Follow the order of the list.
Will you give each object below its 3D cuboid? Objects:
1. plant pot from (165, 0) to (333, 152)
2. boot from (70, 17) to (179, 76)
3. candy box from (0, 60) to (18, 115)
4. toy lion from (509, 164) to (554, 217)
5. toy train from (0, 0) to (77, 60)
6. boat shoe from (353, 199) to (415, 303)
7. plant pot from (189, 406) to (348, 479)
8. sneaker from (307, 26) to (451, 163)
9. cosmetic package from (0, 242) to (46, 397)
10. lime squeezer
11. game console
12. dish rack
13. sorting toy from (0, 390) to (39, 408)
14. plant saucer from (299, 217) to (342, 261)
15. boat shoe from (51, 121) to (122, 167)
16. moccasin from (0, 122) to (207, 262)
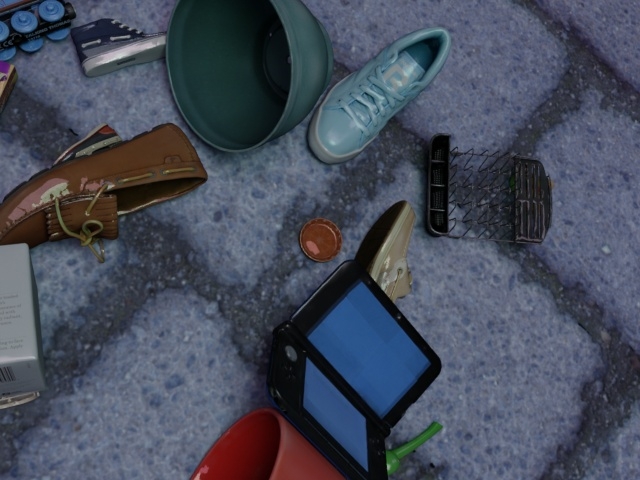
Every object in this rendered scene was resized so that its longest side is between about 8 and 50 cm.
[{"bbox_3d":[-0.101,-0.314,1.196,0.196,0.293,0.293,-22,84,-49],"label":"plant pot"},{"bbox_3d":[-0.342,-0.362,1.215,0.189,0.069,0.086,-22,88,-20],"label":"boot"},{"bbox_3d":[-0.609,-0.264,1.112,0.186,0.053,0.109,20,71,-12],"label":"candy box"},{"bbox_3d":[0.440,-0.102,1.440,0.100,0.034,0.096,37,76,-7],"label":"toy lion"},{"bbox_3d":[-0.514,-0.380,1.162,0.184,0.080,0.105,-30,79,-20],"label":"toy train"},{"bbox_3d":[0.114,0.073,1.248,0.098,0.109,0.302,28,75,-16],"label":"boat shoe"},{"bbox_3d":[-0.057,0.431,1.028,0.243,0.275,0.275,40,68,-17],"label":"plant pot"},{"bbox_3d":[0.117,-0.299,1.312,0.135,0.150,0.366,42,68,-4],"label":"sneaker"},{"bbox_3d":[-0.487,0.122,0.985,0.151,0.151,0.184,-6,64,-20],"label":"cosmetic package"},{"bbox_3d":[0.111,0.439,1.193,0.110,0.058,0.310,46,63,-38],"label":"lime squeezer"},{"bbox_3d":[0.072,0.224,1.106,0.173,0.250,0.293,-35,111,17],"label":"game console"},{"bbox_3d":[0.338,-0.094,1.362,0.271,0.074,0.208,5,77,-6],"label":"dish rack"},{"bbox_3d":[-0.480,0.215,1.047,0.083,0.045,0.075,-10,73,-21],"label":"sorting toy"},{"bbox_3d":[0.000,0.000,1.274,0.083,0.013,0.084,5,75,-18],"label":"plant saucer"},{"bbox_3d":[-0.399,-0.145,1.158,0.043,0.049,0.137,45,63,-6],"label":"boat shoe"},{"bbox_3d":[-0.361,-0.055,1.110,0.380,0.139,0.147,-29,78,-32],"label":"moccasin"}]
